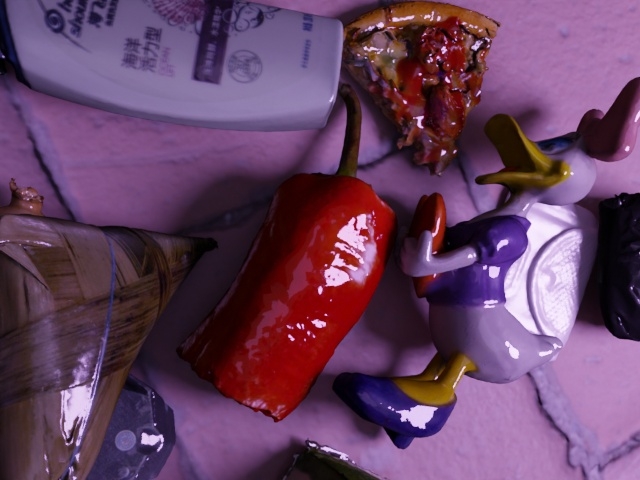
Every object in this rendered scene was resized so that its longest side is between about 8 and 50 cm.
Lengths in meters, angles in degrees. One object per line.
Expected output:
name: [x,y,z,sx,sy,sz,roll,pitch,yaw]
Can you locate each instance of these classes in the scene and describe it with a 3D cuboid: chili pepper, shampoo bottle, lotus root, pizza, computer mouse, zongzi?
chili pepper: [0.004,0.002,0.672,0.134,0.131,0.338,33,81,-11]
shampoo bottle: [-0.162,-0.178,0.652,0.359,0.078,0.134,8,72,-9]
lotus root: [-0.283,0.018,0.638,0.073,0.062,0.150,11,87,-13]
pizza: [0.124,-0.169,0.740,0.201,0.053,0.193,-18,87,-16]
computer mouse: [-0.249,0.170,0.638,0.231,0.071,0.126,10,72,-6]
zongzi: [-0.178,0.094,0.601,0.242,0.112,0.221,6,74,-51]

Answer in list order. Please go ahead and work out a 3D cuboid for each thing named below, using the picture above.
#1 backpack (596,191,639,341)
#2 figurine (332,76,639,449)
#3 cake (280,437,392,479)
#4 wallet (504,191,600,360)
backpack: [0.367,0.030,0.763,0.120,0.105,0.165,-3,93,-51]
figurine: [0.173,0.023,0.685,0.193,0.154,0.421,24,87,0]
cake: [0.075,0.320,0.610,0.172,0.283,0.158,32,81,-27]
wallet: [0.245,0.036,0.778,0.124,0.032,0.183,22,84,-9]
